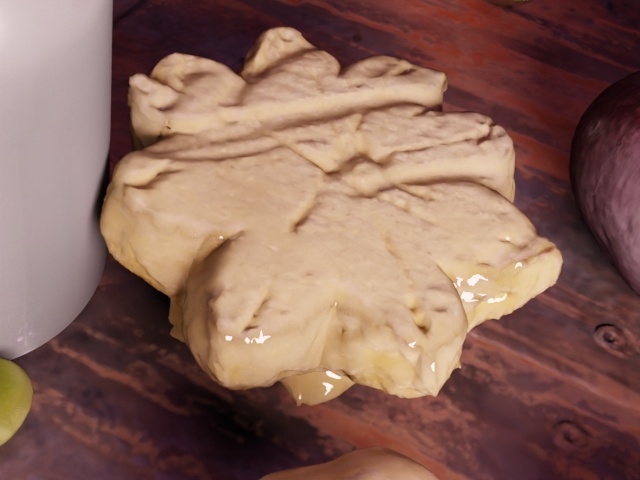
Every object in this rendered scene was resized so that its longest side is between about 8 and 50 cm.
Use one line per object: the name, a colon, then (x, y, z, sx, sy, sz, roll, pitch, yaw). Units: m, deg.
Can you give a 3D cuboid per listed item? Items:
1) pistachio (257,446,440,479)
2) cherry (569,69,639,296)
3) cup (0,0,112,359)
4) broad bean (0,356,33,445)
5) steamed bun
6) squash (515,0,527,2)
pistachio: (0.034, 0.208, 0.518, 0.157, 0.157, 0.230, -15, 58, -20)
cherry: (0.281, -0.036, 0.764, 0.213, 0.184, 0.266, -1, 31, -27)
cup: (-0.220, -0.086, 0.651, 0.205, 0.312, 0.206, 6, 54, -9)
broad bean: (-0.207, 0.101, 0.673, 0.063, 0.045, 0.083, 14, 38, 5)
steamed bun: (0.000, 0.000, 0.734, 0.295, 0.137, 0.292, 18, 45, 2)
squash: (0.158, -0.297, 1.082, 0.105, 0.105, 0.132, -23, 39, -26)
